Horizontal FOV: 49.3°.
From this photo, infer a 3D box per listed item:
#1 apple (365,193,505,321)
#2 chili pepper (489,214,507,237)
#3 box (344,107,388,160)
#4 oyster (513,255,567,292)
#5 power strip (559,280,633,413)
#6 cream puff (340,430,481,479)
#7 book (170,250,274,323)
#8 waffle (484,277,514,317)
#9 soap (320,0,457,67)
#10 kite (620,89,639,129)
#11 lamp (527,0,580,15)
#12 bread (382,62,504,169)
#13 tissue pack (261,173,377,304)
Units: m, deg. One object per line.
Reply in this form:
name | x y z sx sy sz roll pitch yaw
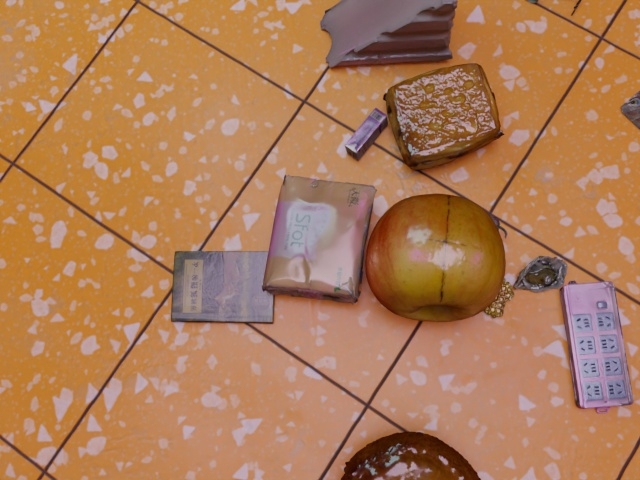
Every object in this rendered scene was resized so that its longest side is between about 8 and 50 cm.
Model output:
apple | 0.229 0.034 1.400 0.285 0.286 0.233 3 68 5
chili pepper | 0.335 -0.037 1.527 0.153 0.041 0.050 12 58 23
box | 0.105 -0.240 1.582 0.036 0.050 0.117 36 83 18
oyster | 0.476 0.075 1.501 0.100 0.037 0.098 21 98 -12
power strip | 0.573 0.217 1.454 0.109 0.037 0.279 -5 77 3
cream puff | 0.171 0.512 1.332 0.302 0.212 0.303 0 85 0
book | -0.214 0.102 1.542 0.228 0.024 0.160 1 80 4
waffle | 0.377 0.120 1.501 0.085 0.016 0.078 -43 79 -7
soap | 0.142 -0.505 1.534 0.302 0.258 0.159 -4 78 4
kite | 0.783 -0.247 1.556 0.127 0.016 0.229 -33 77 0
lamp | 0.547 -0.571 1.636 0.121 0.041 0.054 27 72 13
bread | 0.275 -0.274 1.558 0.235 0.099 0.211 -17 75 6
tissue pack | 0.000 0.000 1.501 0.214 0.123 0.257 7 71 7
